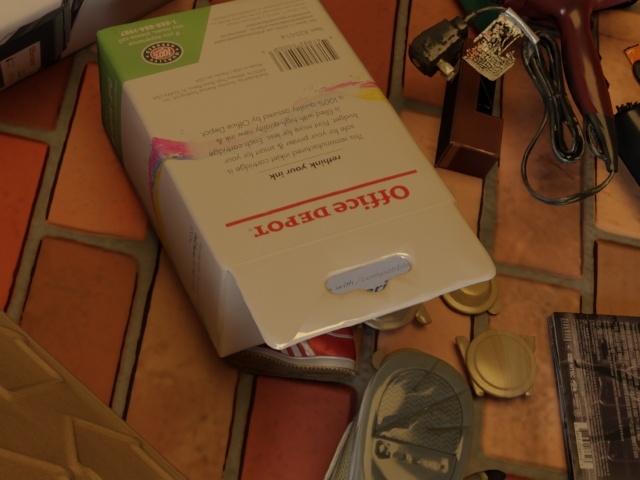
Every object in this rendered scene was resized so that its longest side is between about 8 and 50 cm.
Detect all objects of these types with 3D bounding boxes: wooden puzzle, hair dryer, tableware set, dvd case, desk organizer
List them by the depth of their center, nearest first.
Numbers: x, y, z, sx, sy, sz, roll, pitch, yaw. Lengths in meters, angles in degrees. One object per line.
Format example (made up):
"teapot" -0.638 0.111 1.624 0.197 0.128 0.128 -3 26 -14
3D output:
"wooden puzzle" -0.230 0.140 0.885 0.347 0.322 0.080 36 95 9
"tableware set" 0.106 0.080 1.131 0.168 0.020 0.141 -6 64 -15
"dvd case" 0.317 0.146 1.147 0.221 0.018 0.165 4 61 -11
"hair dryer" 0.236 -0.189 1.229 0.223 0.080 0.293 45 74 -4
"desk organizer" 0.147 -0.128 1.236 0.050 0.047 0.130 15 60 -8

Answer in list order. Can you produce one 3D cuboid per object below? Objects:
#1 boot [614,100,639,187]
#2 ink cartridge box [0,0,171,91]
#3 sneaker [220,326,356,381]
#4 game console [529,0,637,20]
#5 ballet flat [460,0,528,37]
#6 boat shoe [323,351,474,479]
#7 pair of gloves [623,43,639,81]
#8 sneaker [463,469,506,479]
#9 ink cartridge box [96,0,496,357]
"boot" 0.416 -0.068 1.239 0.246 0.094 0.207 -15 71 -14
"ink cartridge box" -0.326 -0.279 1.104 0.395 0.166 0.285 -34 89 -27
"sneaker" -0.027 0.079 1.086 0.118 0.042 0.067 9 63 -16
"game console" 0.347 -0.354 1.406 0.361 0.044 0.213 -11 66 -17
"ballet flat" 0.151 -0.297 1.320 0.067 0.073 0.206 -19 76 -35
"boat shoe" 0.036 0.244 0.984 0.118 0.103 0.321 17 68 -8
"pair of gloves" 0.361 -0.179 1.335 0.083 0.010 0.074 -19 69 -21
"sneaker" 0.161 0.252 1.026 0.074 0.063 0.170 -31 68 -19
"ink cartridge box" -0.030 -0.041 1.065 0.207 0.119 0.353 -16 54 -20
